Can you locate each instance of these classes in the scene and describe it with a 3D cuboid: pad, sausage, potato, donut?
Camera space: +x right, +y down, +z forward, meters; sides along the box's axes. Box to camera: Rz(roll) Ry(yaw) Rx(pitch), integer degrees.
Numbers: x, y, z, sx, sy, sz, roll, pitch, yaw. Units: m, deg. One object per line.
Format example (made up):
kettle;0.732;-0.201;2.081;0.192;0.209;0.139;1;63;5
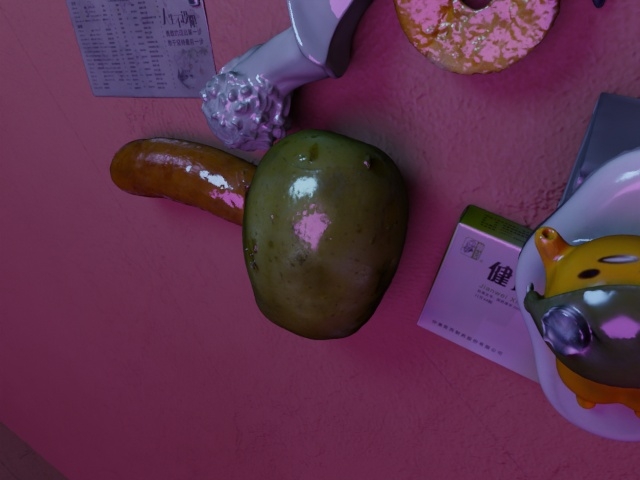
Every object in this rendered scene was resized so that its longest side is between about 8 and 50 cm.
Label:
pad;-0.271;-0.292;0.812;0.264;0.009;0.160;8;121;26
sausage;-0.206;-0.098;0.830;0.270;0.109;0.109;15;123;22
potato;0.003;-0.001;0.705;0.215;0.216;0.305;18;137;20
donut;0.159;-0.268;0.543;0.174;0.075;0.190;-14;114;33

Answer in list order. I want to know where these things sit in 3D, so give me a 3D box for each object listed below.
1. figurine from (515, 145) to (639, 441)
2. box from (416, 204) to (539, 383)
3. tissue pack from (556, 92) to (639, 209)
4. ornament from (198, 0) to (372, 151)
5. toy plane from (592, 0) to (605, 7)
figurine;0.204;0.077;0.359;0.166;0.141;0.250;3;118;29
box;0.272;0.086;0.690;0.260;0.062;0.175;25;127;16
tissue pack;0.292;-0.022;0.498;0.135;0.246;0.160;19;126;20
ornament;-0.038;-0.213;0.648;0.120;0.130;0.285;52;128;0
toy plane;0.262;-0.263;0.513;0.078;0.031;0.083;12;121;42
